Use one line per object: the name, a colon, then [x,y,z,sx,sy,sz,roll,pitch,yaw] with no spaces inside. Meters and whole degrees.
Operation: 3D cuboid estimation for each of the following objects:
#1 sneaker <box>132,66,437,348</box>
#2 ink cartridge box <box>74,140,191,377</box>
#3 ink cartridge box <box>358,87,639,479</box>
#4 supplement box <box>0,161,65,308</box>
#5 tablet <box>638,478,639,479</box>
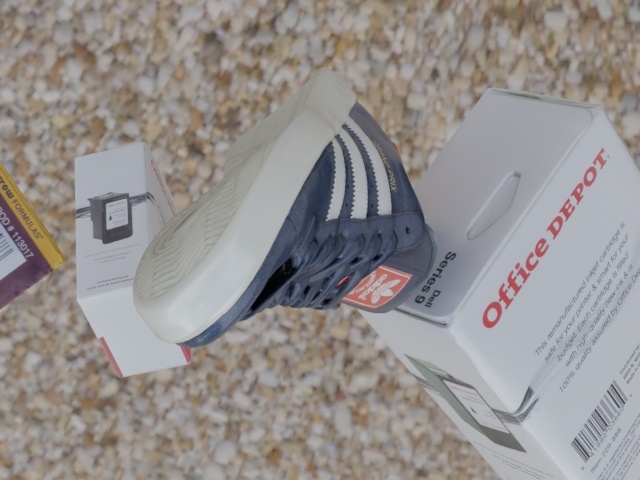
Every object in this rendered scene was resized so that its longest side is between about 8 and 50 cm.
sneaker: [0.000,0.000,0.892,0.131,0.350,0.148,-38,99,24]
ink cartridge box: [-0.148,0.014,1.126,0.063,0.150,0.109,-13,139,4]
ink cartridge box: [0.178,0.052,1.116,0.121,0.211,0.289,18,155,47]
supplement box: [-0.233,-0.022,0.820,0.081,0.188,0.104,-37,115,-17]
tablet: [0.254,0.181,1.226,0.006,0.083,0.054,-43,125,12]
